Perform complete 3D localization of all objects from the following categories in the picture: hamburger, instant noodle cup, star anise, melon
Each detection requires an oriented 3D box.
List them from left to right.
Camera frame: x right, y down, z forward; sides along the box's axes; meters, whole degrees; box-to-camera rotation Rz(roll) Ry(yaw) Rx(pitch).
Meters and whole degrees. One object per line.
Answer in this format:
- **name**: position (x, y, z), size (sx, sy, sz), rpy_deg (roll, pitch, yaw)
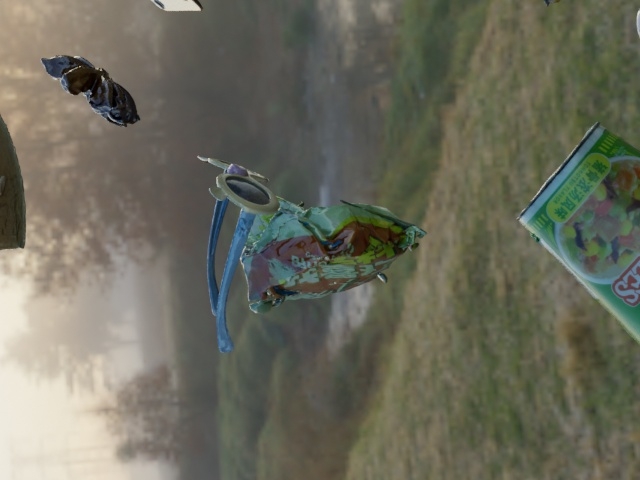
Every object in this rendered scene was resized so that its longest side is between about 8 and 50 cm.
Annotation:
- **melon**: position (-0.365, -0.076, 1.436), size (0.098, 0.054, 0.182), rpy_deg (0, -89, -77)
- **star anise**: position (-0.320, -0.217, 1.838), size (0.057, 0.168, 0.168), rpy_deg (-50, 11, 0)
- **hamburger**: position (-0.007, -0.002, 1.906), size (0.276, 0.261, 0.150), rpy_deg (130, 128, -62)
- **instant noodle cup**: position (0.350, -0.003, 1.454), size (0.207, 0.233, 0.207), rpy_deg (-50, -6, -7)

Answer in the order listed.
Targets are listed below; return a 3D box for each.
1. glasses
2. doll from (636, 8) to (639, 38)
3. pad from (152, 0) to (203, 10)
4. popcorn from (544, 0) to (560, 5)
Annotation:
- **glasses**: position (-0.097, 0.010, 1.620), size (0.189, 0.088, 0.220), rpy_deg (-120, 27, -69)
- **doll**: position (0.334, -0.165, 1.077), size (0.161, 0.160, 0.059), rpy_deg (-67, 25, 14)
- **pad**: position (-0.330, -0.474, 2.153), size (0.018, 0.286, 0.284), rpy_deg (-53, 22, -5)
- **popcorn**: position (0.352, -0.386, 1.947), size (0.084, 0.084, 0.084), rpy_deg (176, 90, -82)
